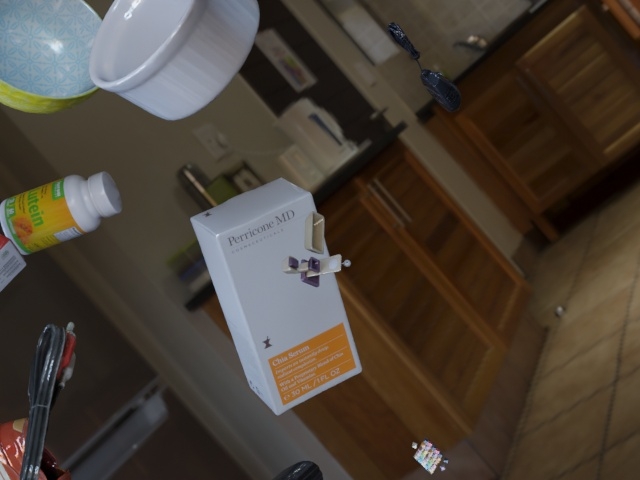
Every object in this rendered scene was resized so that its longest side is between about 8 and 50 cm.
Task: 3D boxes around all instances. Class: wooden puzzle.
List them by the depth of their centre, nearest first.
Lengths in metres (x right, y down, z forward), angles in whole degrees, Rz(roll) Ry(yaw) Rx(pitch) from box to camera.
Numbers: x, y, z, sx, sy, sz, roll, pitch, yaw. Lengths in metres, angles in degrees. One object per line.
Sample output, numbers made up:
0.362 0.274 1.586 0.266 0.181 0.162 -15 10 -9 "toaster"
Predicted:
0.203 0.402 1.770 0.006 0.083 0.049 -1 -56 -49 "wooden puzzle"

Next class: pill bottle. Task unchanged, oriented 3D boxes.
-0.582 -0.069 2.146 0.246 0.136 0.136 -20 5 6 "pill bottle"

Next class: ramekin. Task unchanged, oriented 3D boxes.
-0.223 -0.323 1.487 0.277 0.135 0.277 -28 45 33 "ramekin"

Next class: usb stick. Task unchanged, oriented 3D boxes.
-0.077 0.338 1.169 0.077 0.045 0.278 -23 -2 24 "usb stick"

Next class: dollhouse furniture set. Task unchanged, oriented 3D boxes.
0.000 0.000 1.440 0.081 0.114 0.091 -14 -26 35 "dollhouse furniture set"

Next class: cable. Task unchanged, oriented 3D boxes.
-0.407 0.242 1.448 0.139 0.072 0.287 -60 28 34 "cable"

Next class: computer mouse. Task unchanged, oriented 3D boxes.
0.203 -0.332 1.807 0.041 0.242 0.071 -44 40 1 "computer mouse"

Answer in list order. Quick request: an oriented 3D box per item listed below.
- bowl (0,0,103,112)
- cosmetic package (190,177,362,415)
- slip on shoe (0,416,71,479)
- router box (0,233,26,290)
-0.555 -0.343 1.804 0.289 0.289 0.156 -43 0 -44 "bowl"
-0.089 0.121 2.061 0.230 0.453 0.161 -26 25 -18 "cosmetic package"
-0.515 0.482 1.799 0.101 0.331 0.123 -29 5 2 "slip on shoe"
-0.801 0.091 1.857 0.335 0.301 0.082 -52 -33 -27 "router box"
